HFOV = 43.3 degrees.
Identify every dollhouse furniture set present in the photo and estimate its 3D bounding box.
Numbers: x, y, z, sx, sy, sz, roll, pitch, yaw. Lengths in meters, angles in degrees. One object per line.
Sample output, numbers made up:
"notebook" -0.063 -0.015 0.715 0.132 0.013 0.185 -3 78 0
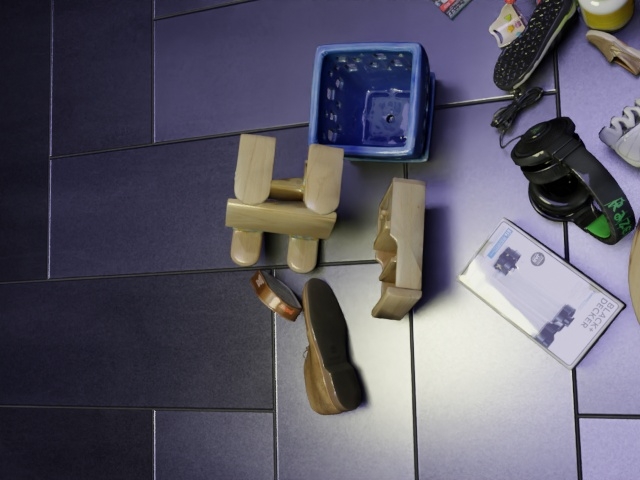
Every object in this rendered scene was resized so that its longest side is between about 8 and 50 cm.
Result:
"dollhouse furniture set" 0.000 0.000 1.654 0.395 0.362 0.256 7 68 -6

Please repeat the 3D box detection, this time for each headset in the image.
"headset" 0.474 -0.159 1.567 0.185 0.243 0.394 -39 47 0

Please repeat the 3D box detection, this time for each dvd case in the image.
"dvd case" 0.282 -0.561 1.793 0.087 0.013 0.119 -45 71 13

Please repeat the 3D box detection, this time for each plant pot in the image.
"plant pot" 0.124 -0.279 1.722 0.236 0.212 0.235 4 86 22

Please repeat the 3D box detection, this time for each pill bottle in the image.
"pill bottle" 0.556 -0.480 1.575 0.103 0.184 0.103 -2 84 23

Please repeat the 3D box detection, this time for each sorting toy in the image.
"sorting toy" 0.401 -0.452 1.718 0.075 0.045 0.083 -32 74 24

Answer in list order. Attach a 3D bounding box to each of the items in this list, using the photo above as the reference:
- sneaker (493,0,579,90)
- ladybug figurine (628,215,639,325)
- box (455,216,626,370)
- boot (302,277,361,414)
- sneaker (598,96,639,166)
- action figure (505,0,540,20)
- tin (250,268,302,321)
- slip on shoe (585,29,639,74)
"sneaker" 0.455 -0.398 1.656 0.234 0.097 0.084 -54 50 16
"ladybug figurine" 0.733 0.013 1.463 0.305 0.162 0.449 22 93 22
"box" 0.440 0.104 1.617 0.290 0.087 0.169 41 101 21
"boot" -0.006 0.236 1.789 0.115 0.112 0.305 -28 67 42
"sneaker" 0.669 -0.258 1.509 0.292 0.110 0.118 -44 77 22
"action figure" 0.485 -0.561 1.676 0.280 0.139 0.091 -39 67 -9
"tin" -0.098 0.120 1.800 0.106 0.189 0.040 39 95 -23
"slip on shoe" 0.591 -0.379 1.626 0.135 0.051 0.041 33 95 14
